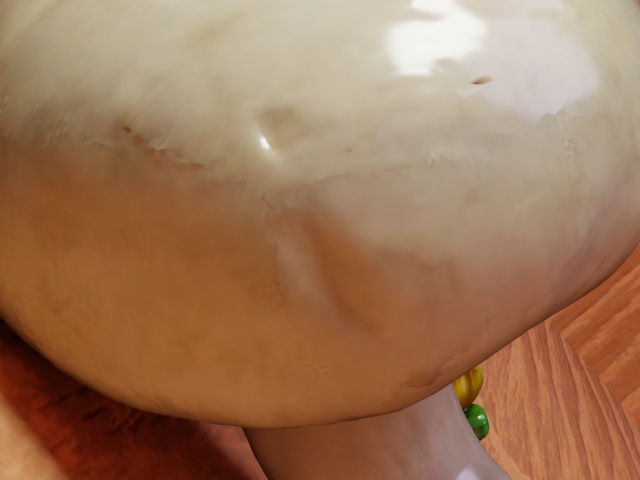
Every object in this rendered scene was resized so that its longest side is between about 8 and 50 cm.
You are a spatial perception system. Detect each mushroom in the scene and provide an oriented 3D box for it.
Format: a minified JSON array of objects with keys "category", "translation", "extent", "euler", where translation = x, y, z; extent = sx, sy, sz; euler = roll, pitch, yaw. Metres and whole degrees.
[{"category":"mushroom","translation":[0.004,-0.022,0.794],"extent":[0.356,0.315,0.315],"euler":[68,14,16]}]

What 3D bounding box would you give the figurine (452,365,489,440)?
[{"category":"figurine","translation":[0.045,0.088,1.222],"extent":[0.095,0.115,0.156],"euler":[17,-46,56]}]
